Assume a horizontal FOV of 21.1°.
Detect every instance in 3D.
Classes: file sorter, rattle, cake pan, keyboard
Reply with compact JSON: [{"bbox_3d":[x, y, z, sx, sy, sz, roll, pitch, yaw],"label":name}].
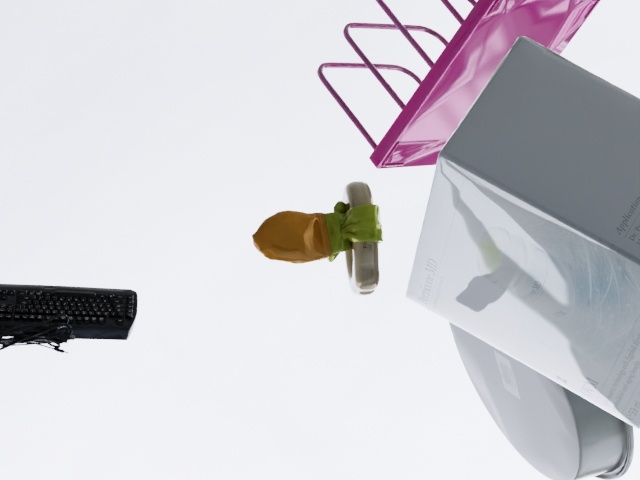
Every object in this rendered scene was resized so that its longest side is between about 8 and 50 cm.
[{"bbox_3d":[0.159,-0.256,2.100,0.202,0.182,0.291,-5,140,-45],"label":"file sorter"},{"bbox_3d":[0.000,0.000,1.888,0.142,0.130,0.200,-21,-165,-3],"label":"rattle"},{"bbox_3d":[0.218,0.128,1.784,0.054,0.293,0.293,-26,-159,-15],"label":"cake pan"},{"bbox_3d":[-0.291,0.074,1.821,0.192,0.038,0.100,1,-136,-5],"label":"keyboard"}]

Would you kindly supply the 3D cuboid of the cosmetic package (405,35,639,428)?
[{"bbox_3d":[0.201,-0.001,1.325,0.138,0.224,0.224,-53,165,-27],"label":"cosmetic package"}]
